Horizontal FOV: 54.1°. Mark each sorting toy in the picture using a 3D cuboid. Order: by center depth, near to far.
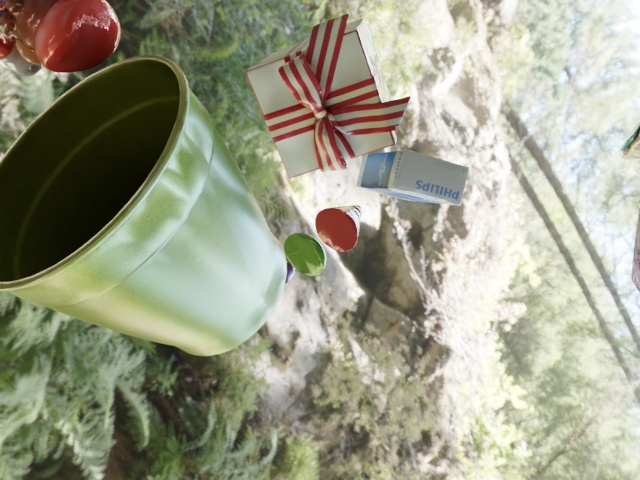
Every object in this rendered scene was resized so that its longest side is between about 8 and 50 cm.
[{"bbox_3d":[0.000,0.000,1.661,0.365,0.127,0.126,-39,-177,46],"label":"sorting toy"}]

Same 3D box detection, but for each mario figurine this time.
[{"bbox_3d":[-0.406,-0.328,0.783,0.198,0.320,0.170,-3,-114,61],"label":"mario figurine"}]

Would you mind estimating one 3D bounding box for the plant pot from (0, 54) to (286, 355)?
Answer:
[{"bbox_3d":[-0.233,-0.008,0.916,0.366,0.353,0.367,-18,-131,23],"label":"plant pot"}]

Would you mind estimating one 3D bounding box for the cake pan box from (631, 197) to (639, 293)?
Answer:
[{"bbox_3d":[0.389,-0.005,0.621,0.070,0.267,0.246,-3,-152,10],"label":"cake pan box"}]

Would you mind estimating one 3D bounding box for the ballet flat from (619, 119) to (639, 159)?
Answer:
[{"bbox_3d":[0.593,-0.192,1.065,0.108,0.106,0.316,-52,160,-1],"label":"ballet flat"}]

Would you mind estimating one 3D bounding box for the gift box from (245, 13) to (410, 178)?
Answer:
[{"bbox_3d":[0.026,-0.297,1.229,0.276,0.255,0.258,-21,-159,18],"label":"gift box"}]

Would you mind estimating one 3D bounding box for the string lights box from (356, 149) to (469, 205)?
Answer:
[{"bbox_3d":[0.174,-0.123,1.246,0.259,0.133,0.077,-156,-100,-76],"label":"string lights box"}]
